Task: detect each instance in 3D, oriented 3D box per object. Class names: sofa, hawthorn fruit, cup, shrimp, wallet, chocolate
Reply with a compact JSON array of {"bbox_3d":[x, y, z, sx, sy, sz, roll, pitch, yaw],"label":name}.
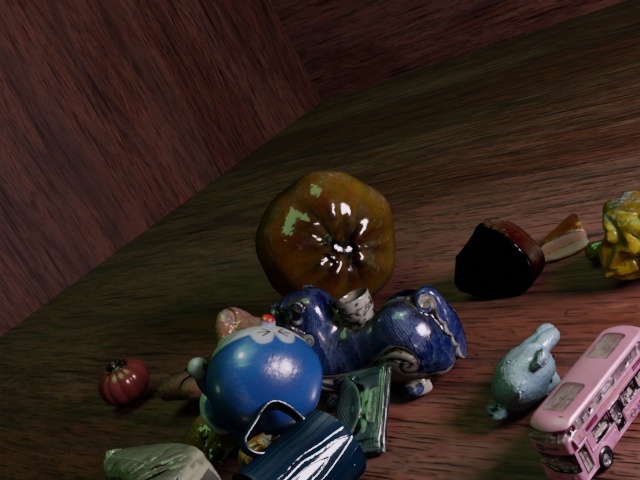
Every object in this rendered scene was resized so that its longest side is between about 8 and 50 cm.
[{"bbox_3d":[-0.205,0.375,1.031,0.176,0.210,0.225,-14,23,36],"label":"sofa"},{"bbox_3d":[0.000,0.000,1.713,0.267,0.268,0.301,-31,9,-10],"label":"hawthorn fruit"},{"bbox_3d":[-0.029,0.283,1.122,0.113,0.150,0.138,7,36,48],"label":"cup"},{"bbox_3d":[-0.172,0.316,1.418,0.115,0.051,0.217,-29,15,11],"label":"shrimp"},{"bbox_3d":[0.055,0.237,1.235,0.088,0.026,0.129,-20,48,35],"label":"wallet"},{"bbox_3d":[0.289,0.025,1.448,0.148,0.125,0.080,-17,3,45],"label":"chocolate"}]

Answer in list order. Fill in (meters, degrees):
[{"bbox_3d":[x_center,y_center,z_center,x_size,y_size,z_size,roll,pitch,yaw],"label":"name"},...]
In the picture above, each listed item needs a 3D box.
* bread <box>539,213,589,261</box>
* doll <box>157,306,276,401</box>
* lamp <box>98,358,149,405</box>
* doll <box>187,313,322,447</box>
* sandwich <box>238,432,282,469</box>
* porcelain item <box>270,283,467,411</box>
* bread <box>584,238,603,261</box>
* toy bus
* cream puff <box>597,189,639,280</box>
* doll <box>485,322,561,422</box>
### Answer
[{"bbox_3d":[0.408,-0.005,1.449,0.109,0.043,0.062,-37,17,-29],"label":"bread"},{"bbox_3d":[-0.173,0.201,1.567,0.303,0.156,0.201,-17,6,34],"label":"doll"},{"bbox_3d":[-0.394,0.284,1.786,0.107,0.092,0.107,-26,18,9],"label":"lamp"},{"bbox_3d":[-0.088,0.213,1.287,0.257,0.215,0.161,130,152,-57],"label":"doll"},{"bbox_3d":[-0.063,0.298,1.205,0.093,0.105,0.036,-36,40,-7],"label":"sandwich"},{"bbox_3d":[0.069,0.137,1.331,0.288,0.186,0.138,-16,19,33],"label":"porcelain item"},{"bbox_3d":[0.449,0.009,1.362,0.088,0.034,0.049,-17,5,21],"label":"bread"},{"bbox_3d":[0.311,0.178,0.991,0.203,0.090,0.063,-40,21,-32],"label":"toy bus"},{"bbox_3d":[0.464,-0.002,1.260,0.146,0.116,0.146,2,25,-1],"label":"cream puff"},{"bbox_3d":[0.277,0.166,1.143,0.179,0.075,0.120,-19,-38,-57],"label":"doll"}]
